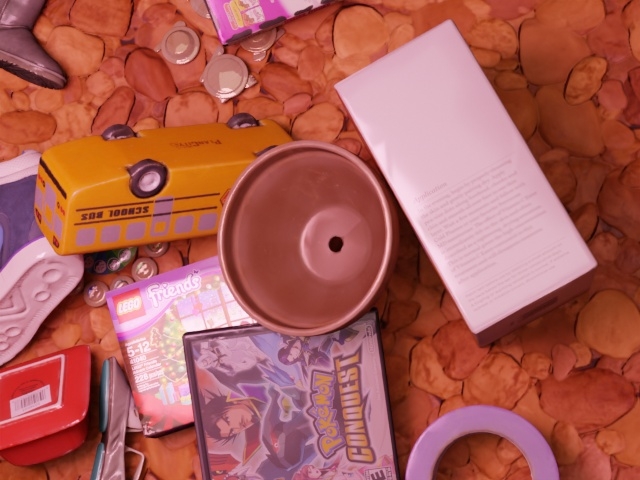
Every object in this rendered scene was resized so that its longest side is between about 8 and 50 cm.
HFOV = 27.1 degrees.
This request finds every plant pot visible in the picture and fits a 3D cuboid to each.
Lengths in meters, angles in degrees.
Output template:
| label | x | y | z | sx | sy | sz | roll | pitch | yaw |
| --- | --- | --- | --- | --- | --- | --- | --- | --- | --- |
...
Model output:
| label | x | y | z | sx | sy | sz | roll | pitch | yaw |
| --- | --- | --- | --- | --- | --- | --- | --- | --- | --- |
| plant pot | 0.000 | 0.000 | 1.645 | 0.237 | 0.109 | 0.237 | -2 | 85 | 26 |

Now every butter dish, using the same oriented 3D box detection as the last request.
| label | x | y | z | sx | sy | sz | roll | pitch | yaw |
| --- | --- | --- | --- | --- | --- | --- | --- | --- | --- |
| butter dish | -0.359 | 0.235 | 1.740 | 0.160 | 0.118 | 0.160 | -18 | 34 | 5 |

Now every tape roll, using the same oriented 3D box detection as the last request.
| label | x | y | z | sx | sy | sz | roll | pitch | yaw |
| --- | --- | --- | --- | --- | --- | --- | --- | --- | --- |
| tape roll | 0.202 | 0.301 | 1.653 | 0.189 | 0.080 | 0.189 | -2 | 79 | 9 |

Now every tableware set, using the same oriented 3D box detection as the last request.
| label | x | y | z | sx | sy | sz | roll | pitch | yaw |
| --- | --- | --- | --- | --- | --- | --- | --- | --- | --- |
| tableware set | -0.140 | -0.280 | 1.835 | 0.168 | 0.020 | 0.141 | 40 | 88 | 12 |

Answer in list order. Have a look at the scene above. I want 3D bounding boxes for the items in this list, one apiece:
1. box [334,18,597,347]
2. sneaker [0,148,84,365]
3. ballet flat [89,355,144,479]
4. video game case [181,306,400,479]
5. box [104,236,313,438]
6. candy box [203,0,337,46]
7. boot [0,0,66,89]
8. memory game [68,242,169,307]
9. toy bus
| label | x | y | z | sx | sy | sz | roll | pitch | yaw |
| --- | --- | --- | --- | --- | --- | --- | --- | --- | --- |
| box | 0.181 | -0.062 | 1.647 | 0.168 | 0.215 | 0.345 | -29 | 77 | 4 |
| sneaker | -0.452 | 0.021 | 1.797 | 0.323 | 0.130 | 0.236 | -39 | 52 | 22 |
| ballet flat | -0.264 | 0.261 | 1.748 | 0.068 | 0.072 | 0.213 | 8 | 82 | -18 |
| video game case | -0.033 | 0.236 | 1.677 | 0.248 | 0.035 | 0.275 | -8 | 95 | 3 |
| box | -0.115 | 0.120 | 1.739 | 0.293 | 0.057 | 0.201 | -19 | 78 | 3 |
| candy box | -0.052 | -0.374 | 1.774 | 0.233 | 0.071 | 0.159 | -21 | 95 | 2 |
| boot | -0.397 | -0.334 | 1.865 | 0.189 | 0.076 | 0.208 | 27 | 79 | 10 |
| memory game | -0.296 | -0.002 | 1.816 | 0.186 | 0.012 | 0.186 | -1 | 81 | 9 |
| toy bus | -0.186 | -0.074 | 1.697 | 0.108 | 0.332 | 0.130 | 47 | 135 | 43 |
